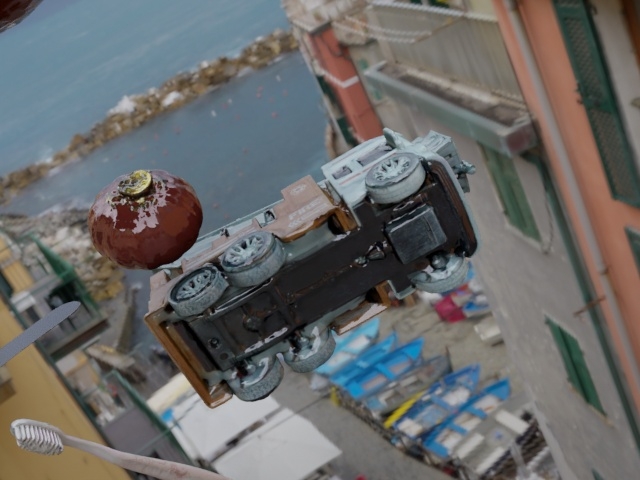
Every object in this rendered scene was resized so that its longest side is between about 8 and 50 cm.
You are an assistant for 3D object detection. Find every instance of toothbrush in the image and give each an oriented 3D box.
[{"bbox_3d":[-0.197,0.245,0.900,0.025,0.307,0.029,-52,41,9],"label":"toothbrush"}]

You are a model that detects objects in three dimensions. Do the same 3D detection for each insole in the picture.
[{"bbox_3d":[-0.494,0.186,1.240,0.322,0.007,0.109,-39,24,-32],"label":"insole"}]

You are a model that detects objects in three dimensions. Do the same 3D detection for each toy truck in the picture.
[{"bbox_3d":[0.000,0.000,0.804,0.338,0.133,0.184,-30,29,-1],"label":"toy truck"}]

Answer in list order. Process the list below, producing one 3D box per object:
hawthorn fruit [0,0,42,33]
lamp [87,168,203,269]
[{"bbox_3d":[-0.315,-0.273,0.519,0.285,0.284,0.369,-4,5,42],"label":"hawthorn fruit"},{"bbox_3d":[-0.154,-0.019,0.731,0.101,0.090,0.101,-4,42,3],"label":"lamp"}]
